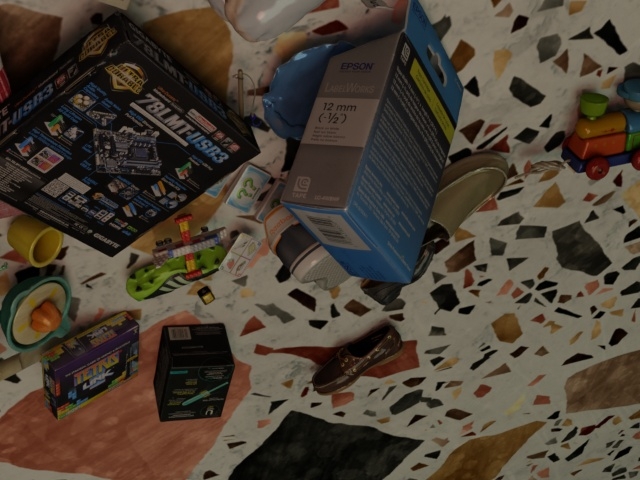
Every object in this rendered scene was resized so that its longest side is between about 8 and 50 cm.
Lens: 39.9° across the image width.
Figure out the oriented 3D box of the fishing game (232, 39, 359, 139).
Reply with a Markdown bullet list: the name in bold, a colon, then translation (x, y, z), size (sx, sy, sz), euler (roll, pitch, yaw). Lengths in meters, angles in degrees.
- **fishing game**: translation (-0.002, -0.226, 1.319), size (0.264, 0.041, 0.189), euler (-18, 144, -12)

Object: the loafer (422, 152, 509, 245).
- **loafer**: translation (0.216, -0.052, 1.532), size (0.268, 0.092, 0.102), euler (-32, 136, 11)

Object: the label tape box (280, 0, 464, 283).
- **label tape box**: translation (0.089, -0.145, 1.286), size (0.115, 0.347, 0.249), euler (5, 157, 29)

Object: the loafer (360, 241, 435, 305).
- **loafer**: translation (0.144, 0.054, 1.634), size (0.061, 0.062, 0.170), euler (24, 119, -32)

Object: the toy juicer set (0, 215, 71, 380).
- **toy juicer set**: translation (-0.473, 0.135, 1.379), size (0.209, 0.089, 0.329), euler (-46, 153, -39)

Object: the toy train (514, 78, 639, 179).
- **toy train**: translation (0.452, -0.185, 1.496), size (0.248, 0.105, 0.143), euler (-11, 125, -10)

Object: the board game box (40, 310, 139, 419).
- **board game box**: translation (-0.399, 0.218, 1.538), size (0.170, 0.048, 0.141), euler (-29, 147, -36)

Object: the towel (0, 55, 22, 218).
- **towel**: translation (-0.516, -0.119, 1.159), size (0.237, 0.037, 0.329), euler (-13, 149, -17)

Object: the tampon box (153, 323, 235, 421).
- **tampon box**: translation (-0.238, 0.247, 1.642), size (0.120, 0.101, 0.161), euler (0, 133, -21)

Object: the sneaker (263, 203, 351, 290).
- **sneaker**: translation (0.000, 0.000, 1.468), size (0.126, 0.127, 0.321), euler (-42, 166, 6)

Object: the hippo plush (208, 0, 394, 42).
- **hippo plush**: translation (-0.049, -0.381, 0.993), size (0.234, 0.294, 0.236), euler (-40, 130, -12)

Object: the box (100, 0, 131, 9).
- **box**: translation (-0.224, -0.414, 1.005), size (0.113, 0.094, 0.275), euler (12, 127, -30)

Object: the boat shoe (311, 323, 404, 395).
- **boat shoe**: translation (0.067, 0.236, 1.776), size (0.207, 0.073, 0.073), euler (-33, 134, 1)

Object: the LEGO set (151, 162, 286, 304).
- **LEGO set**: translation (-0.156, -0.008, 1.415), size (0.182, 0.060, 0.244), euler (27, 101, -38)

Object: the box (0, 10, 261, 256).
- **box**: translation (-0.281, -0.126, 1.203), size (0.293, 0.073, 0.295), euler (-35, 144, 14)

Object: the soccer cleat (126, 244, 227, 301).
- **soccer cleat**: translation (-0.242, 0.054, 1.493), size (0.179, 0.060, 0.072), euler (-20, 162, -8)
